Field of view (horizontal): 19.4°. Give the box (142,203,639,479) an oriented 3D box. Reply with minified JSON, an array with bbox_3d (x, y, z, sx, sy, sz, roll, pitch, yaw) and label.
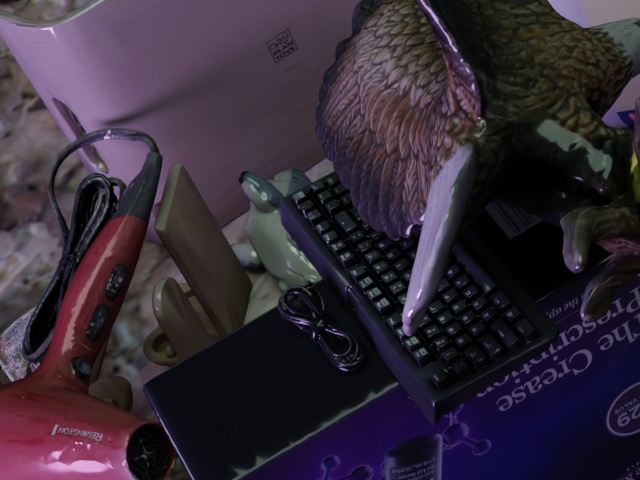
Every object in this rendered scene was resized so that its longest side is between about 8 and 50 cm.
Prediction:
[{"bbox_3d":[0.064,0.096,1.031,0.261,0.184,0.103,-31,46,-4],"label":"box"}]

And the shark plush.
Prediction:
[{"bbox_3d":[0.000,0.000,1.249,0.067,0.073,0.161,-13,30,-31],"label":"shark plush"}]

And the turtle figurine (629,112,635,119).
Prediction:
[{"bbox_3d":[0.262,-0.052,1.039,0.175,0.234,0.118,-44,47,-17],"label":"turtle figurine"}]

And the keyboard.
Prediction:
[{"bbox_3d":[0.034,0.022,0.966,0.108,0.023,0.180,-32,44,-5],"label":"keyboard"}]

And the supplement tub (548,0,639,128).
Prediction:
[{"bbox_3d":[0.247,-0.198,1.181,0.325,0.235,0.235,-8,47,19],"label":"supplement tub"}]

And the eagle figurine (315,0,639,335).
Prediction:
[{"bbox_3d":[0.085,-0.097,0.924,0.226,0.225,0.298,-47,63,14],"label":"eagle figurine"}]

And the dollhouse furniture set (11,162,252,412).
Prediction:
[{"bbox_3d":[-0.147,0.052,1.216,0.151,0.123,0.144,-7,47,20],"label":"dollhouse furniture set"}]

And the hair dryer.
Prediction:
[{"bbox_3d":[-0.160,0.062,1.125,0.223,0.080,0.293,-54,38,15],"label":"hair dryer"}]

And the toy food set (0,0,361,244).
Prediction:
[{"bbox_3d":[-0.048,-0.156,1.294,0.306,0.219,0.092,-35,44,-8],"label":"toy food set"}]
